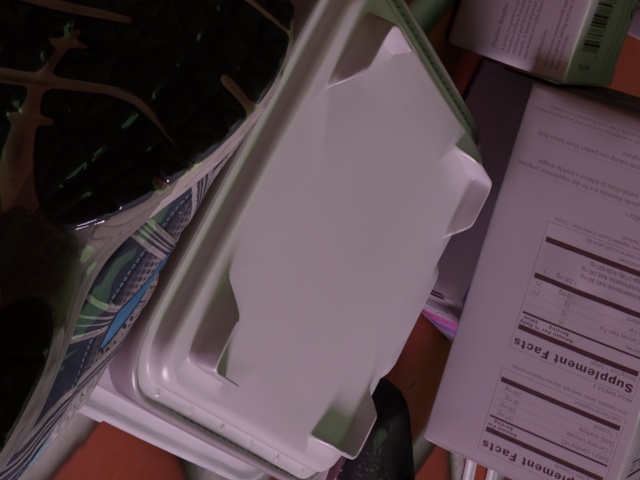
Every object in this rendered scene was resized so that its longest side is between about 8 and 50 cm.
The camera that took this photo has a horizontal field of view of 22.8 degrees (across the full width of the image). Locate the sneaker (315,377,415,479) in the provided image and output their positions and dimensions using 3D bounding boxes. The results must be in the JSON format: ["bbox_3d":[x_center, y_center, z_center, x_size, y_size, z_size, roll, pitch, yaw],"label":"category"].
[{"bbox_3d":[0.076,0.232,1.123,0.106,0.162,0.281,-41,145,-44],"label":"sneaker"}]

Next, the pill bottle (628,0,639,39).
[{"bbox_3d":[0.291,-0.254,1.183,0.121,0.121,0.216,-30,137,-52],"label":"pill bottle"}]

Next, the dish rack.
[{"bbox_3d":[0.000,0.000,0.885,0.285,0.072,0.333,-64,156,-9],"label":"dish rack"}]

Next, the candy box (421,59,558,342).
[{"bbox_3d":[0.132,-0.010,1.138,0.165,0.070,0.196,-63,155,-9],"label":"candy box"}]

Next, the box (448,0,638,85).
[{"bbox_3d":[0.151,-0.160,1.025,0.102,0.087,0.101,-8,118,-63],"label":"box"}]

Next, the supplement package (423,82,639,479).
[{"bbox_3d":[0.183,0.034,1.032,0.139,0.134,0.244,-7,116,-61],"label":"supplement package"}]

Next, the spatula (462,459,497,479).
[{"bbox_3d":[0.170,0.150,1.416,0.168,0.019,0.242,-39,144,-47],"label":"spatula"}]

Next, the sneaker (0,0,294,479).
[{"bbox_3d":[-0.110,-0.007,0.651,0.283,0.110,0.122,-55,171,-18],"label":"sneaker"}]
